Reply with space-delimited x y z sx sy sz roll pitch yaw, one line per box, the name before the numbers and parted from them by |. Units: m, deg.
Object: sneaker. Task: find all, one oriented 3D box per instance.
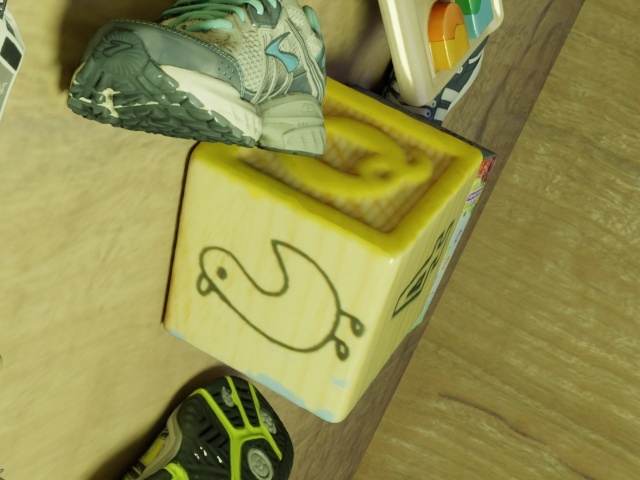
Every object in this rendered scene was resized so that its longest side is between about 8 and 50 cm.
sneaker | 0.112 -0.170 1.124 0.282 0.099 0.153 -61 169 -24
sneaker | -0.150 0.258 1.004 0.147 0.145 0.385 -35 -179 26
sneaker | -0.068 -0.123 0.640 0.283 0.110 0.122 -10 109 -75

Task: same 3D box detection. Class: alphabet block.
alphabet block | 0.000 0.000 0.869 0.193 0.192 0.197 -49 160 -48

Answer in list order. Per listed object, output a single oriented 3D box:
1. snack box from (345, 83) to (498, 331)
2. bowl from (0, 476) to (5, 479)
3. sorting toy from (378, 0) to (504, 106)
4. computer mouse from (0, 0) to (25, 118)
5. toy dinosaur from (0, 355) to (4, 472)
snack box | 0.059 -0.032 1.040 0.070 0.174 0.207 -24 140 -63
bowl | -0.206 0.165 0.471 0.142 0.053 0.142 -55 -156 -17
sorting toy | 0.120 -0.255 0.960 0.208 0.038 0.193 -46 130 -43
computer mouse | -0.167 -0.082 0.444 0.106 0.042 0.193 7 105 -80
toy dinosaur | -0.248 0.169 0.579 0.268 0.064 0.118 -62 151 -1
